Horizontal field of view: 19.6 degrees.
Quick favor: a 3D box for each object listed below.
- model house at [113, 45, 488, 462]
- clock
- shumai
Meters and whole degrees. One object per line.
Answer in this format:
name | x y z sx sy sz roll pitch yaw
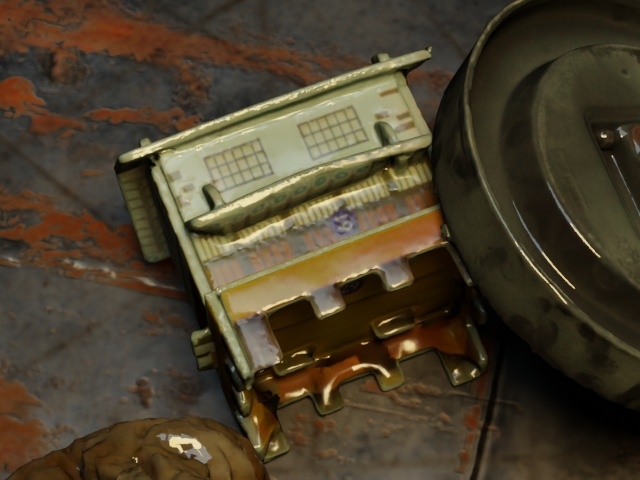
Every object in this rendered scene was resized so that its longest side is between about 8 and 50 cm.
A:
model house | 0.000 0.000 1.260 0.224 0.198 0.215 -21 69 -8
clock | 0.213 -0.029 1.202 0.312 0.061 0.313 16 52 -21
shumai | -0.129 0.195 1.161 0.218 0.185 0.184 -13 68 -5
